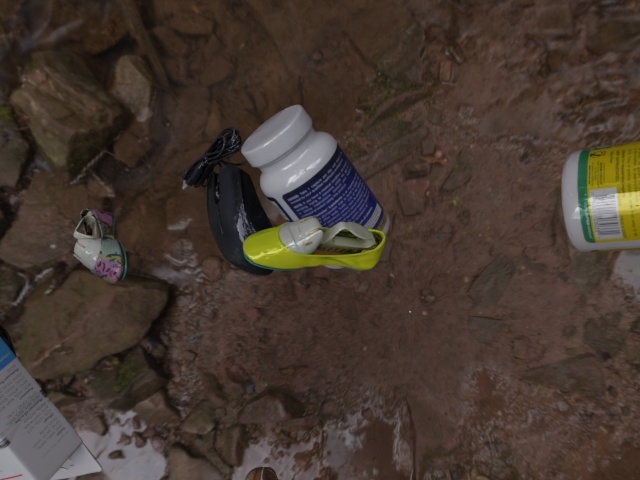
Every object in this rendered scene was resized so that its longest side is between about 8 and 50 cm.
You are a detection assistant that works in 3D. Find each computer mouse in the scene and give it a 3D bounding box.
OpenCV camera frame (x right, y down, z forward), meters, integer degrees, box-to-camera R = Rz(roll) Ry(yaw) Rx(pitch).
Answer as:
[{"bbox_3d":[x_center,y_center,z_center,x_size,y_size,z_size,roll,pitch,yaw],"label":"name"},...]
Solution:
[{"bbox_3d":[-0.171,-0.051,1.070,0.188,0.072,0.272,-32,81,43],"label":"computer mouse"}]

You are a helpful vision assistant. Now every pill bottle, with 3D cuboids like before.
[{"bbox_3d":[-0.008,-0.090,0.996,0.153,0.153,0.264,-37,116,3],"label":"pill bottle"},{"bbox_3d":[0.369,-0.050,0.593,0.208,0.118,0.117,-5,81,36],"label":"pill bottle"}]

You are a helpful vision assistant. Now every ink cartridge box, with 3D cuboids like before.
[{"bbox_3d":[-0.306,0.181,0.551,0.104,0.060,0.180,-21,108,28],"label":"ink cartridge box"}]

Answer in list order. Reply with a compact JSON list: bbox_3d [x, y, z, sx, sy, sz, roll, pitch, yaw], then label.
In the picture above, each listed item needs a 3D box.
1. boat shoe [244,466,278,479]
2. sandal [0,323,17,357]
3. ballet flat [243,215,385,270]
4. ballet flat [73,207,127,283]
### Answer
[{"bbox_3d":[-0.046,0.543,0.988,0.116,0.123,0.324,-28,59,12],"label":"boat shoe"},{"bbox_3d":[-0.571,0.122,0.834,0.446,0.167,0.107,27,56,3],"label":"sandal"},{"bbox_3d":[0.000,0.000,0.859,0.077,0.231,0.077,-54,43,40],"label":"ballet flat"},{"bbox_3d":[-0.408,0.005,1.055,0.077,0.079,0.221,-59,36,16],"label":"ballet flat"}]
